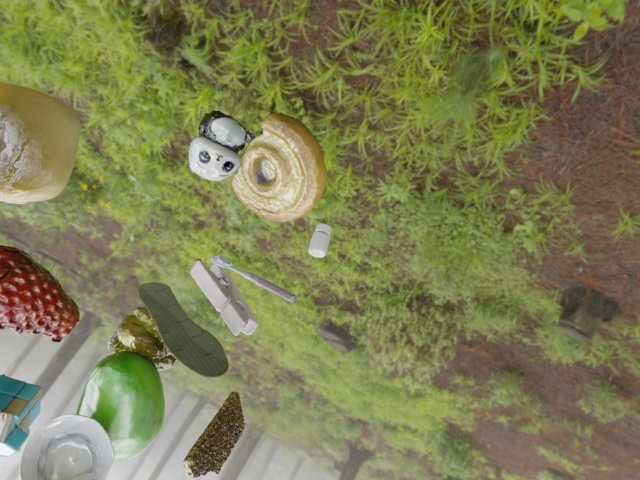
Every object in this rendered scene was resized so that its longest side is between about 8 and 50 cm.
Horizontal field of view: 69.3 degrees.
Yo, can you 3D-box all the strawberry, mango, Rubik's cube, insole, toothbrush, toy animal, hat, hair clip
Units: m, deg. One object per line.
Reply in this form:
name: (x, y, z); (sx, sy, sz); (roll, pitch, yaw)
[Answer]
strawberry: (-0.714, 0.121, 1.120); (0.280, 0.150, 0.253); (41, 179, -9)
mango: (-0.535, 0.439, 1.239); (0.201, 0.225, 0.382); (-119, 31, -46)
Rubik's cube: (-0.987, 0.532, 1.372); (0.265, 0.213, 0.224); (18, 121, -4)
insole: (-0.333, 0.203, 1.099); (0.119, 0.009, 0.348); (-8, -142, -45)
toothbrush: (-0.170, 0.109, 1.279); (0.029, 0.024, 0.354); (-5, 154, 33)
toy animal: (-0.279, -0.252, 1.300); (0.166, 0.179, 0.138); (26, 167, -23)
hat: (-0.590, 0.519, 1.086); (0.203, 0.203, 0.126); (34, 144, -7)
hair clip: (-0.330, 0.186, 1.596); (0.331, 0.085, 0.101); (46, -164, 32)

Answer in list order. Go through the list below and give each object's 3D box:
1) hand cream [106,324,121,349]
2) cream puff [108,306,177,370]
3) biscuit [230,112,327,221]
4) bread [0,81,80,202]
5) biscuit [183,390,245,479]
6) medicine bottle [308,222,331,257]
hand cream: (-0.809, 0.436, 1.865); (0.050, 0.084, 0.257); (23, 139, 15)
cream puff: (-0.511, 0.305, 1.407); (0.196, 0.244, 0.244); (13, 159, 6)
biscuit: (-0.092, -0.154, 1.105); (0.213, 0.091, 0.274); (35, 126, 4)
bread: (-0.991, -0.309, 1.508); (0.348, 0.376, 0.253); (15, 177, -18)
biscuit: (-0.246, 0.489, 1.118); (0.026, 0.237, 0.131); (0, 113, 19)
medicine bottle: (0.000, 0.000, 1.319); (0.052, 0.089, 0.052); (13, 156, 6)
